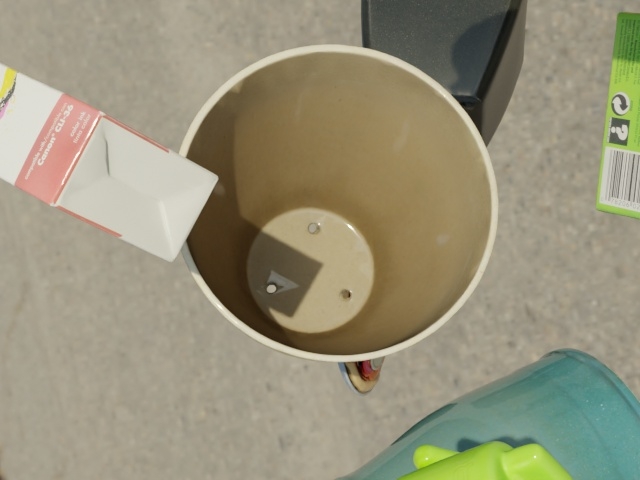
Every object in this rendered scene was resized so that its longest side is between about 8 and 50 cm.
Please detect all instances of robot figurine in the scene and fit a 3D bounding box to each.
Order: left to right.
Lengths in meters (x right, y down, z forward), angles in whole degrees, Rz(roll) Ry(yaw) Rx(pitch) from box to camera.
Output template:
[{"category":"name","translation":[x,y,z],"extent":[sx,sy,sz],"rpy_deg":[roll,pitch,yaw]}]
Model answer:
[{"category":"robot figurine","translation":[0.068,0.141,0.645],"extent":[0.115,0.067,0.101],"rpy_deg":[-28,40,23]}]

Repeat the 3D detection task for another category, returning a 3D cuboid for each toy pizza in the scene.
[{"category":"toy pizza","translation":[0.057,0.079,1.524],"extent":[0.201,0.032,0.201],"rpy_deg":[-1,-90,-71]}]

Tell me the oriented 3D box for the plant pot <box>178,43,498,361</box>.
[{"category":"plant pot","translation":[0.000,0.000,1.157],"extent":[0.274,0.256,0.256],"rpy_deg":[111,144,-75]}]

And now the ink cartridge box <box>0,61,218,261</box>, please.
[{"category":"ink cartridge box","translation":[-0.177,-0.064,0.855],"extent":[0.198,0.115,0.067],"rpy_deg":[26,88,38]}]

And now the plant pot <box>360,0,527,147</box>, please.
[{"category":"plant pot","translation":[0.130,-0.199,1.503],"extent":[0.187,0.188,0.167],"rpy_deg":[80,-160,-61]}]

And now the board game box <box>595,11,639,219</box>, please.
[{"category":"board game box","translation":[0.265,-0.054,0.721],"extent":[0.259,0.039,0.124],"rpy_deg":[19,109,52]}]

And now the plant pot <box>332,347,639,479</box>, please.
[{"category":"plant pot","translation":[0.152,0.263,1.181],"extent":[0.271,0.255,0.271],"rpy_deg":[163,90,-71]}]
